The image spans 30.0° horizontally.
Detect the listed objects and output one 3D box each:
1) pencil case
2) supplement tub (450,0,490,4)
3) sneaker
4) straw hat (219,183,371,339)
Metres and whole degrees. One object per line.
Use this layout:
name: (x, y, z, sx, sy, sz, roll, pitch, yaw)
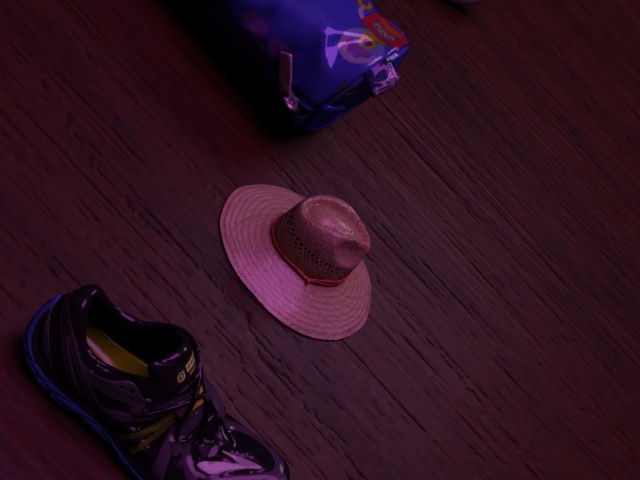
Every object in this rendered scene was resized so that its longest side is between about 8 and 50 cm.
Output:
pencil case: (-0.059, -0.222, 0.987, 0.306, 0.119, 0.133, 49, 49, -1)
supplement tub: (0.161, -0.361, 1.315, 0.117, 0.117, 0.190, 23, 46, -30)
sneaker: (-0.092, 0.098, 0.718, 0.188, 0.078, 0.067, 42, 39, -10)
straw hat: (0.000, 0.000, 0.904, 0.144, 0.061, 0.144, 26, 43, -27)
